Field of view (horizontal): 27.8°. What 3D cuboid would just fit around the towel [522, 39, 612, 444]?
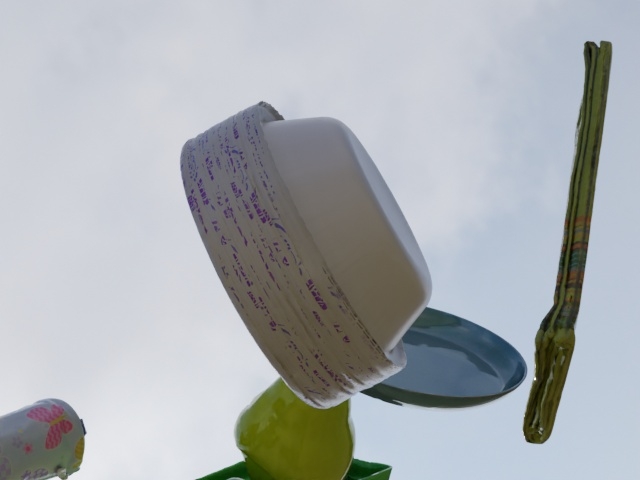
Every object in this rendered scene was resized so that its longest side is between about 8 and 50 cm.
[{"bbox_3d":[0.144,-0.005,0.753,0.021,0.237,0.102,11,-39,8],"label":"towel"}]

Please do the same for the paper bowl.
[{"bbox_3d":[0.000,0.000,1.199,0.148,0.284,0.284,-29,-42,10],"label":"paper bowl"}]

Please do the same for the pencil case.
[{"bbox_3d":[-0.467,0.320,1.858,0.273,0.113,0.124,-18,-84,-50],"label":"pencil case"}]

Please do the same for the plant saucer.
[{"bbox_3d":[0.123,0.158,1.765,0.317,0.317,0.044,-1,-69,-33],"label":"plant saucer"}]

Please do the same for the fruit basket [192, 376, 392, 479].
[{"bbox_3d":[-0.072,0.340,1.875,0.392,0.283,0.392,-1,-89,-53],"label":"fruit basket"}]
